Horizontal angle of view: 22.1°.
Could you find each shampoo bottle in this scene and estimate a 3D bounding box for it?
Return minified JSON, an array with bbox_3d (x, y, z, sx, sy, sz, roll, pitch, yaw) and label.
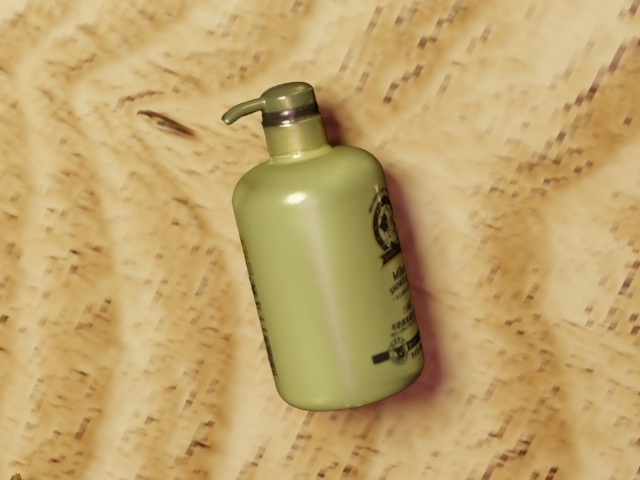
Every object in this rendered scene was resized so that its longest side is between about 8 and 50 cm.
[{"bbox_3d":[0.000,0.000,0.824,0.079,0.079,0.162,-11,102,4],"label":"shampoo bottle"}]

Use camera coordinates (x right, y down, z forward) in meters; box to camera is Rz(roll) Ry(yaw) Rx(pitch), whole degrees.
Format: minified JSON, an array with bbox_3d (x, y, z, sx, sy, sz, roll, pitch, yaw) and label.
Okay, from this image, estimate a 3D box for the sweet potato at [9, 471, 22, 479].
[{"bbox_3d":[-0.261,0.126,0.873,0.202,0.058,0.055,15,82,-1],"label":"sweet potato"}]
